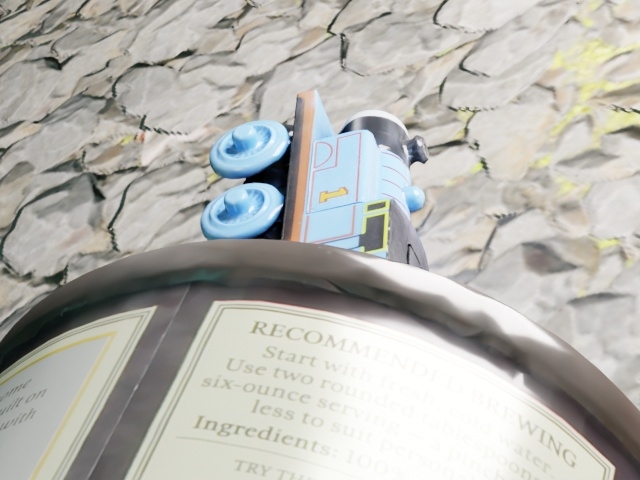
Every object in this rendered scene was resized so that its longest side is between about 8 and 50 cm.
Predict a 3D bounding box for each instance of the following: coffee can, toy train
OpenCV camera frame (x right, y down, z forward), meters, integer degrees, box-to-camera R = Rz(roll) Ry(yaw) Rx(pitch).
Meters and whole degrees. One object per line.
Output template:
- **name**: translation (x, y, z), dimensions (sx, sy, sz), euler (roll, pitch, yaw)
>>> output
- **coffee can**: translation (-0.033, 0.158, 0.354), dimensions (0.201, 0.201, 0.275), euler (-14, 29, 25)
- **toy train**: translation (0.000, 0.000, 0.856), dimensions (0.105, 0.080, 0.184), euler (-11, 37, 14)
